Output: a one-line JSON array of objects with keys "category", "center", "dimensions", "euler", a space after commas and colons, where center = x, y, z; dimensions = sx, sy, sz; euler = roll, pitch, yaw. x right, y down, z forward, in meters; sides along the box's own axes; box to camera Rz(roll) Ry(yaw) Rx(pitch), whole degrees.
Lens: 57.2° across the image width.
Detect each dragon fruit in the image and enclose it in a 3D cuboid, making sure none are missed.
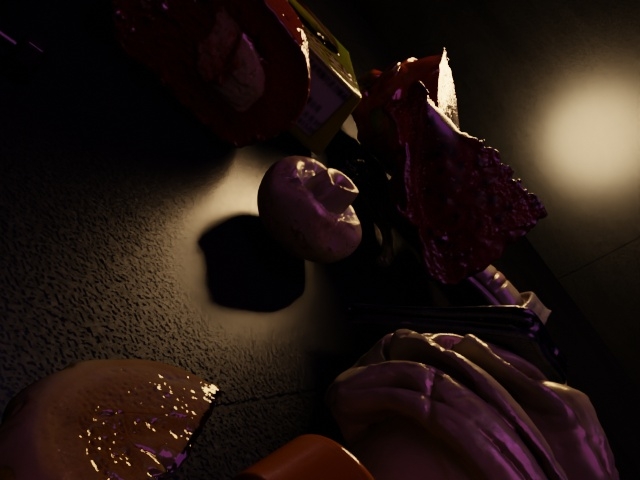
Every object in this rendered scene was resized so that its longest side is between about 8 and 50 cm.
[{"category": "dragon fruit", "center": [0.194, -0.097, 1.081], "dimensions": [0.329, 0.228, 0.286], "euler": [49, 2, -5]}, {"category": "dragon fruit", "center": [0.187, -0.261, 1.314], "dimensions": [0.305, 0.226, 0.305], "euler": [-5, 90, -70]}]

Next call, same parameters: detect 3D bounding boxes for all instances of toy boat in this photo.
[{"category": "toy boat", "center": [0.360, 0.100, 1.236], "dimensions": [0.293, 0.111, 0.276], "euler": [51, 13, 27]}]

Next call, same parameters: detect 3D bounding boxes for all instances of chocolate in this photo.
[{"category": "chocolate", "center": [-0.069, -0.344, 1.049], "dimensions": [0.301, 0.137, 0.288], "euler": [39, 26, -27]}]

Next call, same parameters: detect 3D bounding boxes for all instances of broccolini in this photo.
[{"category": "broccolini", "center": [0.085, -0.057, 1.018], "dimensions": [0.123, 0.062, 0.271], "euler": [32, 30, -25]}]

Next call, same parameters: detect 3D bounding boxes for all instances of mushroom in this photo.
[{"category": "mushroom", "center": [-0.010, -0.038, 0.727], "dimensions": [0.148, 0.112, 0.148], "euler": [34, 24, -18]}]

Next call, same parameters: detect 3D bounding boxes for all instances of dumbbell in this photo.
[{"category": "dumbbell", "center": [-0.288, -0.184, 0.521], "dimensions": [0.083, 0.040, 0.036], "euler": [36, -5, -34]}]

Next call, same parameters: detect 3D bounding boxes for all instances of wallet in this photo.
[{"category": "wallet", "center": [0.158, 0.117, 0.674], "dimensions": [0.167, 0.222, 0.036], "euler": [43, 55, -47]}]

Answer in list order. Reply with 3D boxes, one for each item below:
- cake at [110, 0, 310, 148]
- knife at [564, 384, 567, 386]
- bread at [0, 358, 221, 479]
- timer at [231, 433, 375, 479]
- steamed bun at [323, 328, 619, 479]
[{"category": "cake", "center": [-0.125, -0.266, 0.773], "dimensions": [0.283, 0.177, 0.150], "euler": [43, 24, -22]}, {"category": "knife", "center": [0.532, 0.371, 1.250], "dimensions": [0.047, 0.017, 0.298], "euler": [57, 22, -3]}, {"category": "bread", "center": [-0.126, 0.113, 0.313], "dimensions": [0.094, 0.083, 0.157], "euler": [43, 21, -11]}, {"category": "timer", "center": [-0.046, 0.196, 0.328], "dimensions": [0.152, 0.132, 0.132], "euler": [-8, 59, -37]}, {"category": "steamed bun", "center": [0.135, 0.199, 0.515], "dimensions": [0.275, 0.203, 0.289], "euler": [56, 24, 15]}]
